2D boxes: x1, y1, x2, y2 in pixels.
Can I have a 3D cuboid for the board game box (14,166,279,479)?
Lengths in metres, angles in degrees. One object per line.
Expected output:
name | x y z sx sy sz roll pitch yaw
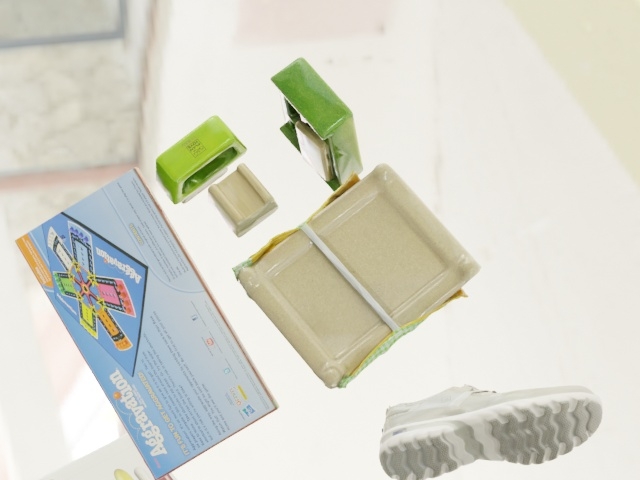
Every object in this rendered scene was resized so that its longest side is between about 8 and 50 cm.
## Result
board game box | -0.174 0.084 1.607 0.281 0.145 0.027 59 2 3

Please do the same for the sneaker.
sneaker | 0.206 0.211 1.981 0.115 0.281 0.105 -95 176 -52

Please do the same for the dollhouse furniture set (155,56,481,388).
dollhouse furniture set | 0.000 0.000 1.611 0.301 0.197 0.151 50 -10 17

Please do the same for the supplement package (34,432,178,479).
supplement package | -0.332 0.401 2.141 0.145 0.262 0.204 49 -55 13
